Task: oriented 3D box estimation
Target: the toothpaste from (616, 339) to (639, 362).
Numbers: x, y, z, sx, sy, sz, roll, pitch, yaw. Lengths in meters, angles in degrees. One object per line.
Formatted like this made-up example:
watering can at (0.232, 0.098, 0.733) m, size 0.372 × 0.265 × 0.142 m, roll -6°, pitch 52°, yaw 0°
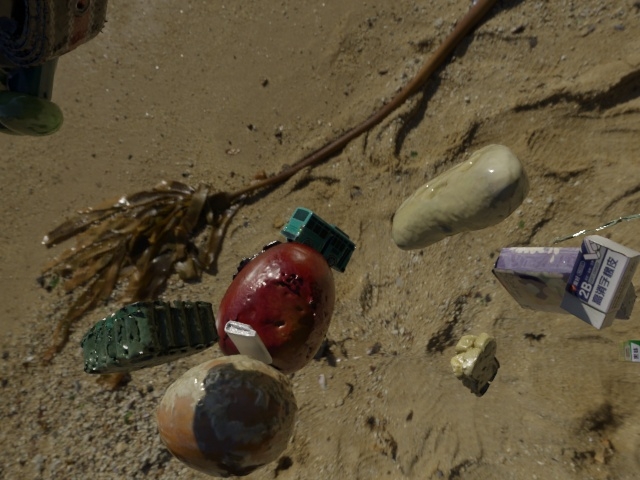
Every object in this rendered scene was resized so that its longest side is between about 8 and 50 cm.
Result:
toothpaste at (0.640, 0.228, 0.959) m, size 0.037 × 0.178 × 0.043 m, roll 0°, pitch 77°, yaw 26°

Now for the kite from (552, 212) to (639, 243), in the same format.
kite at (0.401, -0.040, 0.550) m, size 0.250 × 0.229 × 0.012 m, roll -25°, pitch 81°, yaw 33°

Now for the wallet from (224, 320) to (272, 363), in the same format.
wallet at (-0.126, 0.184, 0.834) m, size 0.061 × 0.122 × 0.025 m, roll 12°, pitch 56°, yaw 19°

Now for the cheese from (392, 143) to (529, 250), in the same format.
cheese at (0.289, -0.076, 1.040) m, size 0.328 × 0.351 × 0.130 m, roll -36°, pitch 94°, yaw 20°

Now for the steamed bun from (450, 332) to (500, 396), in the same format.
steamed bun at (0.504, 0.391, 1.532) m, size 0.106 × 0.177 × 0.192 m, roll 16°, pitch 63°, yaw 47°

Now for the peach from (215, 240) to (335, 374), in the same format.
peach at (-0.115, 0.202, 1.436) m, size 0.339 × 0.353 × 0.417 m, roll 37°, pitch 54°, yaw -22°

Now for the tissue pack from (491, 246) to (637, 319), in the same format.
tissue pack at (0.738, 0.126, 1.444) m, size 0.343 × 0.242 × 0.125 m, roll -3°, pitch 50°, yaw 53°

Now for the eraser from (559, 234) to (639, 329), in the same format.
eraser at (0.705, 0.105, 1.190) m, size 0.068 × 0.210 × 0.124 m, roll -8°, pitch 28°, yaw -29°

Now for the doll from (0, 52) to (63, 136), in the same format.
doll at (-0.431, -0.238, 0.482) m, size 0.198 × 0.322 × 0.186 m, roll 12°, pitch 84°, yaw 39°

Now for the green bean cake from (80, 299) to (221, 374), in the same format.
green bean cake at (-0.406, 0.236, 1.120) m, size 0.255 × 0.241 × 0.132 m, roll -25°, pitch 74°, yaw 27°

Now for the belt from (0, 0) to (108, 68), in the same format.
belt at (-0.208, -0.281, 0.369) m, size 0.126 × 0.359 × 0.094 m, roll 33°, pitch 51°, yaw -15°

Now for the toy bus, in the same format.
toy bus at (0.000, 0.000, 1.666) m, size 0.147 × 0.256 × 0.128 m, roll -59°, pitch 34°, yaw -5°

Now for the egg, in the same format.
egg at (-0.153, 0.287, 0.775) m, size 0.233 × 0.195 × 0.195 m, roll -12°, pitch 74°, yaw -2°
